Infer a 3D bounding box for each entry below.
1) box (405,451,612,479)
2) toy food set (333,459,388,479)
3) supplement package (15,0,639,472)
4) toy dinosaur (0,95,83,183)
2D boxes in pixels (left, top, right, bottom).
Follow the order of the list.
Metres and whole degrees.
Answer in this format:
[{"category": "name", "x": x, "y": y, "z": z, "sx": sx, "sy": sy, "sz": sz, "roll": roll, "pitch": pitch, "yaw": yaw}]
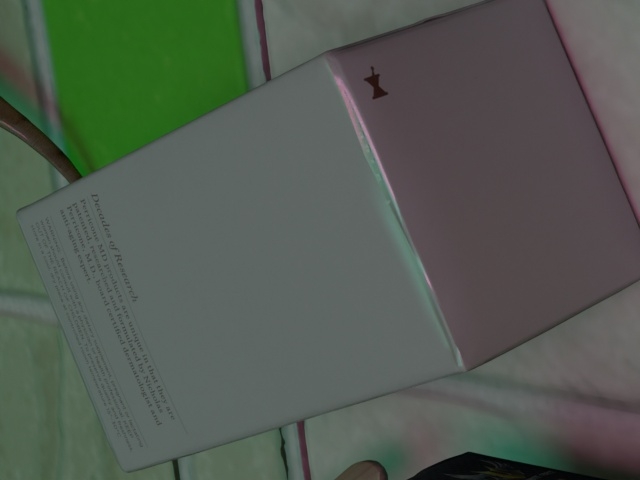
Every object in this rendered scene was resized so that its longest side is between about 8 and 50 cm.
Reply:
[{"category": "box", "x": 0.107, "y": 0.196, "z": 0.584, "sx": 0.183, "sy": 0.059, "sz": 0.233, "roll": 9, "pitch": 99, "yaw": 28}, {"category": "toy food set", "x": 0.061, "y": 0.180, "z": 0.688, "sx": 0.218, "sy": 0.071, "sz": 0.128, "roll": 45, "pitch": 108, "yaw": 19}, {"category": "supplement package", "x": 0.000, "y": 0.000, "z": 0.639, "sx": 0.179, "sy": 0.105, "sz": 0.105, "roll": -22, "pitch": 90, "yaw": 47}, {"category": "toy dinosaur", "x": -0.176, "y": -0.082, "z": 0.810, "sx": 0.211, "sy": 0.112, "sz": 0.064, "roll": 32, "pitch": 98, "yaw": 36}]
